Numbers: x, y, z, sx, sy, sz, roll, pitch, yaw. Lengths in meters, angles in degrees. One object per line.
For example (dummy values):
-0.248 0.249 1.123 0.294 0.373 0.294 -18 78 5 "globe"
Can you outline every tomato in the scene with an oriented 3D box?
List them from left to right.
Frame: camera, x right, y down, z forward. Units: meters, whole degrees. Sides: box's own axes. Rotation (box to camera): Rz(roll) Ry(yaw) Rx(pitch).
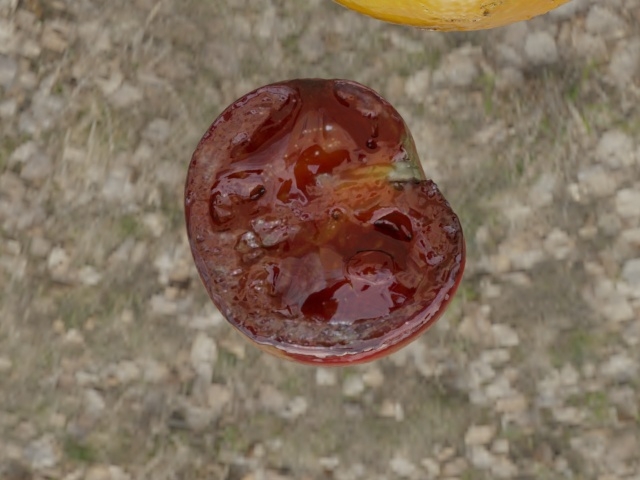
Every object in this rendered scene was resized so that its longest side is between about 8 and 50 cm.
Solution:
0.000 0.000 1.267 0.200 0.233 0.139 -20 158 -5 "tomato"

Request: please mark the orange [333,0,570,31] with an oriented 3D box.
0.059 -0.217 0.751 0.246 0.246 0.246 1 127 1 "orange"
